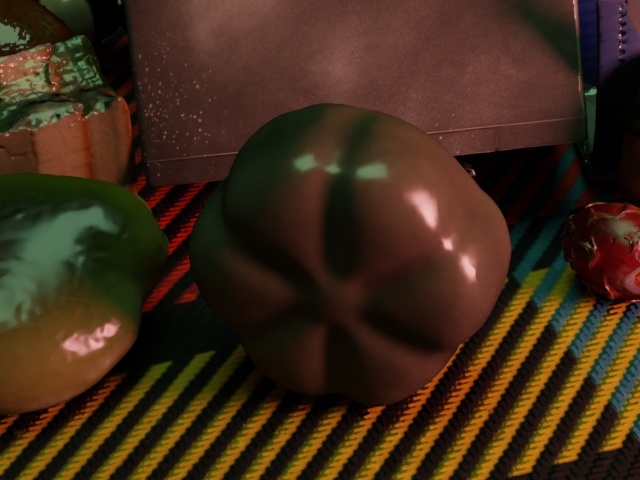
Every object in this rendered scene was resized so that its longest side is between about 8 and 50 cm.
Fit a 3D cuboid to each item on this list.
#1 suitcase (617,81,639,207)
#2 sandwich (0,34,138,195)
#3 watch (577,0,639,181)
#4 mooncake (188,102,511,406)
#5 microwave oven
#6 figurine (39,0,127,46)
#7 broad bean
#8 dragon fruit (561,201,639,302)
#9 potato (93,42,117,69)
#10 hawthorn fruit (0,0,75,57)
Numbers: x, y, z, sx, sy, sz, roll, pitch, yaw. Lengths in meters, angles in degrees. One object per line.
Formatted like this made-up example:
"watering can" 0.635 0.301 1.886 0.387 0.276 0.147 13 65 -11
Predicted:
"suitcase" 0.447 -0.081 1.805 0.297 0.161 0.236 20 17 29
"sandwich" -0.288 -0.108 1.922 0.155 0.198 0.227 -18 37 -20
"watch" 0.286 -0.178 1.902 0.068 0.275 0.276 -6 30 2
"mooncake" 0.021 0.018 1.658 0.275 0.275 0.135 6 32 14
"microwave oven" 0.027 -0.249 1.924 0.432 0.374 0.236 -5 13 0
"figurine" -0.165 -0.329 2.231 0.306 0.241 0.412 4 51 20
"broad bean" -0.271 0.043 1.735 0.291 0.119 0.238 -24 62 -19
"dragon fruit" 0.315 0.018 1.786 0.190 0.094 0.094 15 37 10
"potato" -0.279 -0.225 2.236 0.093 0.036 0.037 6 39 15
"hawthorn fruit" -0.355 -0.202 2.077 0.194 0.157 0.157 39 45 6
